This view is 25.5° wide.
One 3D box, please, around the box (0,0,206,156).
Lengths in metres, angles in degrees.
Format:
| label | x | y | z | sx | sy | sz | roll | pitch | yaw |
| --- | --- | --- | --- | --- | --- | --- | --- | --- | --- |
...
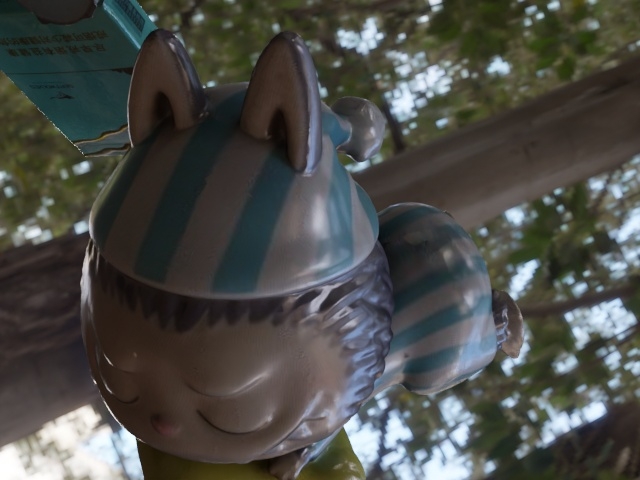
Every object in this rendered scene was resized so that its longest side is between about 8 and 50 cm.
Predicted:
| label | x | y | z | sx | sy | sz | roll | pitch | yaw |
| --- | --- | --- | --- | --- | --- | --- | --- | --- | --- |
| box | -0.200 | -0.151 | 1.267 | 0.162 | 0.041 | 0.229 | 0 | -28 | 26 |

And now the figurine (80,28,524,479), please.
| label | x | y | z | sx | sy | sz | roll | pitch | yaw |
| --- | --- | --- | --- | --- | --- | --- | --- | --- | --- |
| figurine | 0.000 | 0.000 | 1.062 | 0.266 | 0.361 | 0.378 | 57 | -25 | 30 |

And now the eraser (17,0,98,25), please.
| label | x | y | z | sx | sy | sz | roll | pitch | yaw |
| --- | --- | --- | --- | --- | --- | --- | --- | --- | --- |
| eraser | -0.197 | -0.290 | 1.094 | 0.081 | 0.227 | 0.174 | -30 | -66 | 37 |
